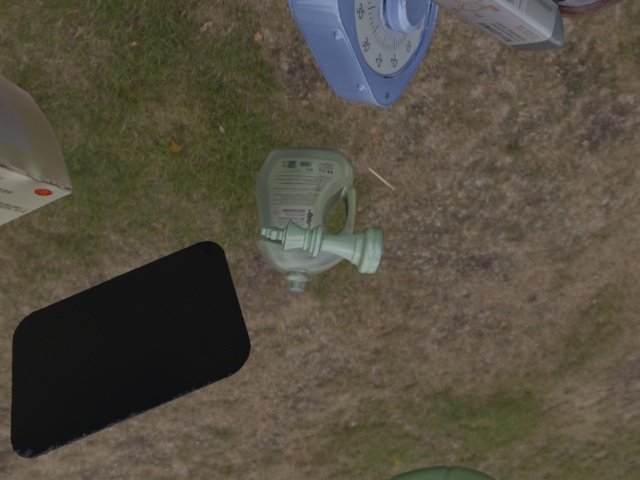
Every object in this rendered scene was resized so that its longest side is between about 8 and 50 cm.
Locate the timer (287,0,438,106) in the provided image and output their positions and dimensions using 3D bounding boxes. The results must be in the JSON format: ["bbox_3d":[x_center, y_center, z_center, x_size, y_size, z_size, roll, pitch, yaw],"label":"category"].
[{"bbox_3d":[0.129,-0.507,1.017,0.395,0.173,0.394,-30,131,-42],"label":"timer"}]

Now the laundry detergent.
[{"bbox_3d":[-0.029,-0.035,0.856,0.181,0.253,0.091,2,160,2],"label":"laundry detergent"}]

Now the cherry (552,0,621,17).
[{"bbox_3d":[0.424,-0.486,0.832,0.301,0.230,0.202,14,106,9],"label":"cherry"}]

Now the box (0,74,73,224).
[{"bbox_3d":[-0.276,-0.051,0.268,0.168,0.212,0.095,-24,85,-2],"label":"box"}]

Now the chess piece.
[{"bbox_3d":[0.000,0.000,0.611,0.149,0.059,0.059,12,129,-1],"label":"chess piece"}]

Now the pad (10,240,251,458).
[{"bbox_3d":[-0.285,0.193,0.759,0.376,0.314,0.063,-22,146,0],"label":"pad"}]

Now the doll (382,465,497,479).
[{"bbox_3d":[0.143,0.295,0.314,0.269,0.284,0.216,-10,145,3],"label":"doll"}]

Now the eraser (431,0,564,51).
[{"bbox_3d":[0.258,-0.361,0.737,0.352,0.089,0.061,3,99,-41],"label":"eraser"}]
